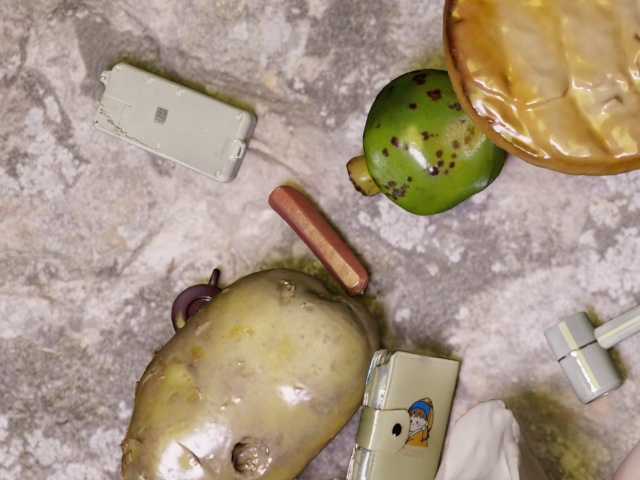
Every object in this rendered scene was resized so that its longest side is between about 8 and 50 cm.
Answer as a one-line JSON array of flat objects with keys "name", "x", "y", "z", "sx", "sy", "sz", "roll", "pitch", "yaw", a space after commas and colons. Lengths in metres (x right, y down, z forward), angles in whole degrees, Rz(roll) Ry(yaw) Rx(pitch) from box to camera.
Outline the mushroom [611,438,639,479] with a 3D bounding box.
[{"name": "mushroom", "x": 0.325, "y": 0.308, "z": 1.605, "sx": 0.162, "sy": 0.173, "sz": 0.236, "roll": -48, "pitch": 73, "yaw": 14}]

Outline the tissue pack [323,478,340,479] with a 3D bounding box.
[{"name": "tissue pack", "x": -0.090, "y": 0.362, "z": 1.701, "sx": 0.146, "sy": 0.263, "sz": 0.198, "roll": -35, "pitch": 70, "yaw": 58}]

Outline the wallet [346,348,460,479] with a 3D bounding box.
[{"name": "wallet", "x": 0.079, "y": 0.187, "z": 1.746, "sx": 0.039, "sy": 0.110, "sz": 0.155, "roll": 12, "pitch": 90, "yaw": 47}]

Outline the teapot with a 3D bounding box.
[{"name": "teapot", "x": -0.123, "y": 0.078, "z": 1.861, "sx": 0.067, "sy": 0.045, "sz": 0.100, "roll": 17, "pitch": 74, "yaw": -2}]

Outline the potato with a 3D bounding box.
[{"name": "potato", "x": -0.076, "y": 0.154, "z": 1.762, "sx": 0.296, "sy": 0.141, "sz": 0.191, "roll": -41, "pitch": 73, "yaw": -13}]

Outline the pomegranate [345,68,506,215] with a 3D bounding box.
[{"name": "pomegranate", "x": 0.094, "y": -0.095, "z": 1.746, "sx": 0.169, "sy": 0.122, "sz": 0.143, "roll": -17, "pitch": 83, "yaw": 18}]

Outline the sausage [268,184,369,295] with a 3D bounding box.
[{"name": "sausage", "x": 0.000, "y": 0.000, "z": 1.823, "sx": 0.147, "sy": 0.035, "sz": 0.030, "roll": 49, "pitch": 135, "yaw": 15}]

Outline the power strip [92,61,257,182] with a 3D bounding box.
[{"name": "power strip", "x": -0.159, "y": -0.128, "z": 1.892, "sx": 0.192, "sy": 0.035, "sz": 0.081, "roll": 23, "pitch": 95, "yaw": 21}]

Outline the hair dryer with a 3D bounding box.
[{"name": "hair dryer", "x": 0.294, "y": 0.092, "z": 1.703, "sx": 0.137, "sy": 0.047, "sz": 0.082, "roll": -30, "pitch": 77, "yaw": 9}]

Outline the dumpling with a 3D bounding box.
[{"name": "dumpling", "x": 0.179, "y": 0.326, "z": 1.614, "sx": 0.181, "sy": 0.260, "sz": 0.341, "roll": 20, "pitch": 80, "yaw": -6}]

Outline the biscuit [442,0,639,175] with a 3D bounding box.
[{"name": "biscuit", "x": 0.262, "y": -0.201, "z": 1.679, "sx": 0.296, "sy": 0.102, "sz": 0.296, "roll": -2, "pitch": 76, "yaw": 7}]
